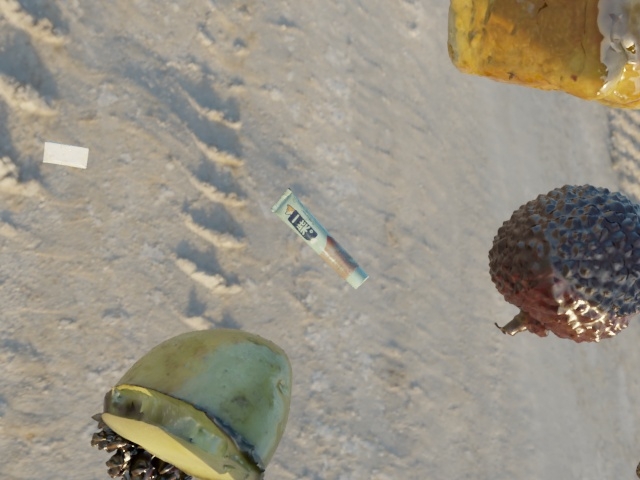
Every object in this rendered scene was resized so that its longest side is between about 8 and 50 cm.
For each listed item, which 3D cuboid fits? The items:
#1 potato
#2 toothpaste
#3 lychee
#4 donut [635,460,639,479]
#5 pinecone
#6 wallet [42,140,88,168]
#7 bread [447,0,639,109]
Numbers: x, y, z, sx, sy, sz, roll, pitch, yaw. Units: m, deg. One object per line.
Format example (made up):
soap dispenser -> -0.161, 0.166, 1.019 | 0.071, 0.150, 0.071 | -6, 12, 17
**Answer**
potato -> -0.162, 0.234, 1.231 | 0.242, 0.285, 0.242 | 8, 80, -51
toothpaste -> 0.000, 0.000, 1.392 | 0.205, 0.056, 0.036 | 46, 28, 5
lychee -> 0.404, 0.047, 1.322 | 0.264, 0.300, 0.264 | 33, 18, -12
donut -> 0.515, 0.295, 1.095 | 0.217, 0.085, 0.141 | -34, 87, -38
pinecone -> -0.363, 0.437, 1.766 | 0.257, 0.243, 0.243 | 50, 39, -10
wallet -> -0.496, -0.167, 1.573 | 0.083, 0.044, 0.011 | 9, 18, -13
bread -> 0.201, -0.271, 0.592 | 0.149, 0.195, 0.344 | -21, 122, -40
